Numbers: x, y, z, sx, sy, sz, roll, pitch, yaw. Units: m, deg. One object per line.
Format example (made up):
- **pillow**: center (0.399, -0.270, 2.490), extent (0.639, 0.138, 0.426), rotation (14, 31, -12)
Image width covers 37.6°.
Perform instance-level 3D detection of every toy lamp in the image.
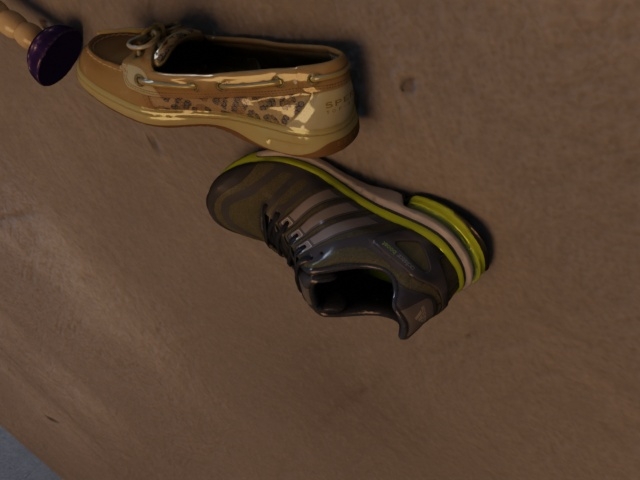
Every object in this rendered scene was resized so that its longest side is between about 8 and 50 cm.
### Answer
- **toy lamp**: center (-0.385, -0.270, 1.018), extent (0.275, 0.080, 0.080), rotation (35, 146, 7)

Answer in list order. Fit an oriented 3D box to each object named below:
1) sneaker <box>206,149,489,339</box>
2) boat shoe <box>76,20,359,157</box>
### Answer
- **sneaker**: center (0.000, 0.000, 0.885), extent (0.300, 0.121, 0.111), rotation (17, 139, 33)
- **boat shoe**: center (-0.096, -0.155, 0.840), extent (0.285, 0.104, 0.089), rotation (15, 134, 20)
